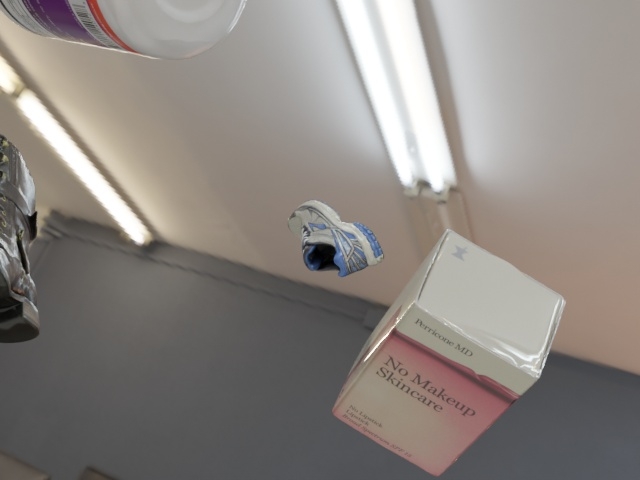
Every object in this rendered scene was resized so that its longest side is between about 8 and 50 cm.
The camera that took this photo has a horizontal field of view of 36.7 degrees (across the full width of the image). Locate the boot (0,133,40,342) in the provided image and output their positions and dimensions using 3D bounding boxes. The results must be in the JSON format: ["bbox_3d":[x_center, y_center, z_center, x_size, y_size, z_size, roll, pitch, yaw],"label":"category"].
[{"bbox_3d":[-0.378,-0.025,1.087,0.091,0.229,0.263,-7,-27,-2],"label":"boot"}]

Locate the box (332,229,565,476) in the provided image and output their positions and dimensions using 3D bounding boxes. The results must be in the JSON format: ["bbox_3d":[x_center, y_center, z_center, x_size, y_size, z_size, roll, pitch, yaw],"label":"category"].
[{"bbox_3d":[0.134,0.129,1.055,0.149,0.127,0.232,31,-44,1],"label":"box"}]

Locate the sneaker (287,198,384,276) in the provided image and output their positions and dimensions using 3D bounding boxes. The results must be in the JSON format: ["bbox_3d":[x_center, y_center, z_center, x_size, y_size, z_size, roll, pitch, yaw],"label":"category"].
[{"bbox_3d":[0.000,0.000,0.954,0.135,0.058,0.052,24,-39,52],"label":"sneaker"}]

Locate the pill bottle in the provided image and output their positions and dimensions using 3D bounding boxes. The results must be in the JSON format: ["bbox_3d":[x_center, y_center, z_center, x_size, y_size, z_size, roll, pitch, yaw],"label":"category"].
[{"bbox_3d":[-0.236,-0.297,1.018,0.323,0.181,0.181,19,-20,41],"label":"pill bottle"}]
